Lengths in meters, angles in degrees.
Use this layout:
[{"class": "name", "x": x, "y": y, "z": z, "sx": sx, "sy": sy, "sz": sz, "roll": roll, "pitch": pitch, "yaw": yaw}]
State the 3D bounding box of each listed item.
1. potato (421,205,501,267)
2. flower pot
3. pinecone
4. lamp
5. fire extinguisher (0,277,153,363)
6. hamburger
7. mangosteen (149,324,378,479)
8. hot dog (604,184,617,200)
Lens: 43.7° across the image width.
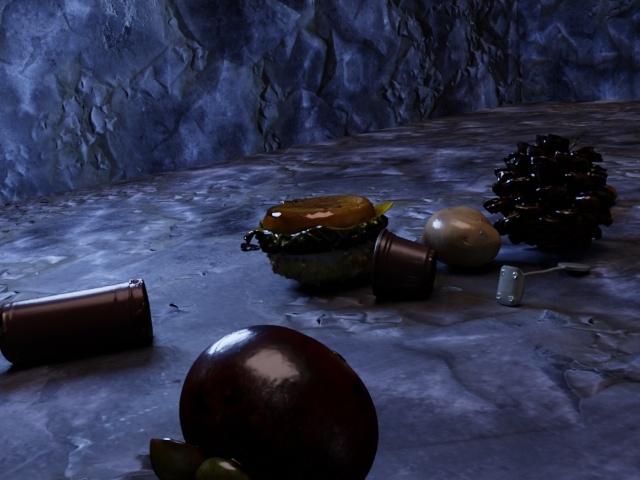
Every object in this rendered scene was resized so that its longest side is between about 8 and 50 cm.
[{"class": "potato", "x": 0.240, "y": -0.005, "z": 1.360, "sx": 0.112, "sy": 0.112, "sz": 0.147, "roll": -18, "pitch": 25, "yaw": -36}, {"class": "flower pot", "x": 0.135, "y": 0.041, "z": 1.249, "sx": 0.089, "sy": 0.111, "sz": 0.111, "roll": 8, "pitch": 17, "yaw": 16}, {"class": "pinecone", "x": 0.395, "y": -0.086, "z": 1.378, "sx": 0.221, "sy": 0.222, "sz": 0.221, "roll": -7, "pitch": 13, "yaw": 2}, {"class": "lamp", "x": 0.341, "y": 0.060, "z": 1.209, "sx": 0.198, "sy": 0.056, "sz": 0.050, "roll": -4, "pitch": 7, "yaw": -39}, {"class": "fire extinguisher", "x": -0.389, "y": 0.130, "z": 1.180, "sx": 0.268, "sy": 0.105, "sz": 0.105, "roll": -9, "pitch": 13, "yaw": -9}, {"class": "hamburger", "x": 0.000, "y": 0.000, "z": 1.391, "sx": 0.261, "sy": 0.139, "sz": 0.243, "roll": 4, "pitch": 16, "yaw": 40}, {"class": "mangosteen", "x": -0.049, "y": 0.171, "z": 0.685, "sx": 0.199, "sy": 0.200, "sz": 0.200, "roll": -7, "pitch": 13, "yaw": 2}, {"class": "hot dog", "x": 0.550, "y": -0.080, "z": 1.621, "sx": 0.066, "sy": 0.047, "sz": 0.215, "roll": -1, "pitch": 14, "yaw": 36}]
